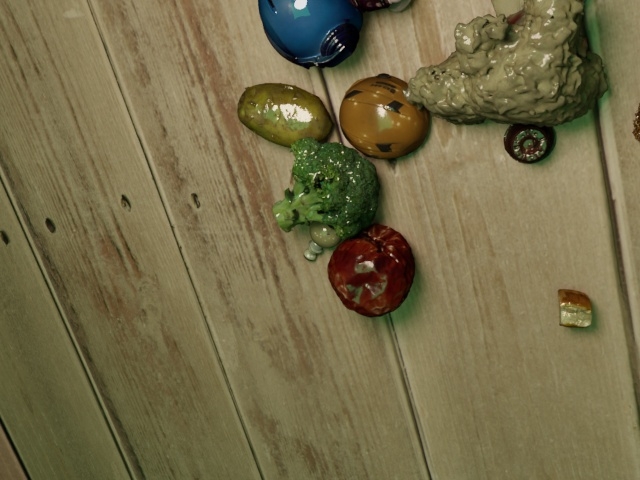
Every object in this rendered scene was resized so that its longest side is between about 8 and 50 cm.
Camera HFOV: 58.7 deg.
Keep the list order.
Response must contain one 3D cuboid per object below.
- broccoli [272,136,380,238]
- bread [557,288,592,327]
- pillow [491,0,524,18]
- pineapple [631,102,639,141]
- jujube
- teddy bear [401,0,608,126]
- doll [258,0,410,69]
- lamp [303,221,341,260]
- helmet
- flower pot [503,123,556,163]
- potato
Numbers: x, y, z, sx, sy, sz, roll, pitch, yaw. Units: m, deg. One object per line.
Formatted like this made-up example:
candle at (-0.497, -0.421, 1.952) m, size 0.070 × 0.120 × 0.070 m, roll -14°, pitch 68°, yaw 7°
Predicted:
broccoli at (0.007, -0.117, 1.346) m, size 0.270 × 0.270 × 0.270 m, roll -28°, pitch 98°, yaw 16°
bread at (0.593, 0.157, 1.331) m, size 0.070 × 0.083 × 0.077 m, roll -2°, pitch 109°, yaw 17°
pillow at (0.378, -0.510, 1.108) m, size 0.077 × 0.134 × 0.181 m, roll -15°, pitch 86°, yaw -16°
pineapple at (0.687, -0.283, 1.128) m, size 0.103 × 0.083 × 0.221 m, roll 17°, pitch 116°, yaw 31°
jujube at (0.123, 0.074, 1.389) m, size 0.213 × 0.232 × 0.213 m, roll 6°, pitch 111°, yaw 16°
teddy bear at (0.345, -0.334, 1.131) m, size 0.367 × 0.357 × 0.225 m, roll 10°, pitch 79°, yaw 38°
doll at (0.012, -0.517, 1.212) m, size 0.310 × 0.240 × 0.284 m, roll -31°, pitch 73°, yaw 27°
lamp at (0.000, 0.000, 1.497) m, size 0.091 × 0.091 × 0.163 m, roll 37°, pitch 134°, yaw 4°
helmet at (0.135, -0.278, 1.310) m, size 0.224 × 0.130 × 0.198 m, roll 19°, pitch 112°, yaw 14°
flower pot at (0.455, -0.211, 1.238) m, size 0.111 × 0.089 × 0.111 m, roll 7°, pitch 112°, yaw 17°
potato at (-0.084, -0.305, 1.392) m, size 0.251 × 0.113 × 0.149 m, roll 12°, pitch 106°, yaw 7°
